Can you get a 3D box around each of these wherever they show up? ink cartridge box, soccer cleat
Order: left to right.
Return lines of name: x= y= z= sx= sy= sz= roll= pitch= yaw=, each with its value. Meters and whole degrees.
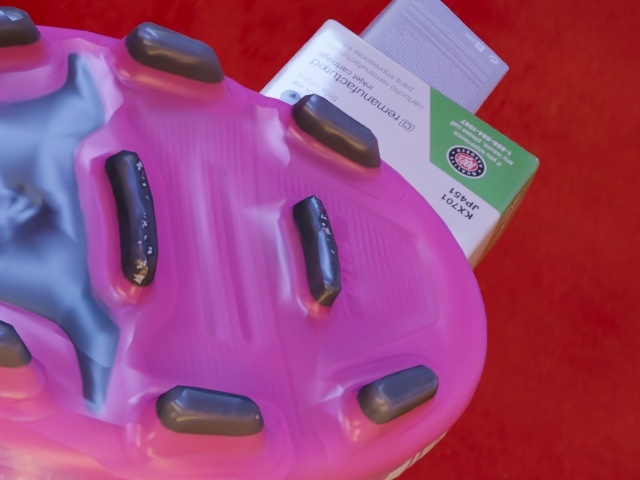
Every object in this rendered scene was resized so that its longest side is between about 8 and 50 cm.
soccer cleat: x=-0.126 y=0.028 z=0.368 sx=0.143 sy=0.331 sz=0.116 roll=-48 pitch=50 yaw=47
ink cartridge box: x=0.000 y=0.000 z=0.986 sx=0.153 sy=0.208 sz=0.087 roll=35 pitch=145 yaw=7

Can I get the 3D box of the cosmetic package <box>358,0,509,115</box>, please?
cosmetic package: x=0.021 y=-0.063 z=1.218 sx=0.107 sy=0.238 sz=0.127 roll=45 pitch=130 yaw=-2
